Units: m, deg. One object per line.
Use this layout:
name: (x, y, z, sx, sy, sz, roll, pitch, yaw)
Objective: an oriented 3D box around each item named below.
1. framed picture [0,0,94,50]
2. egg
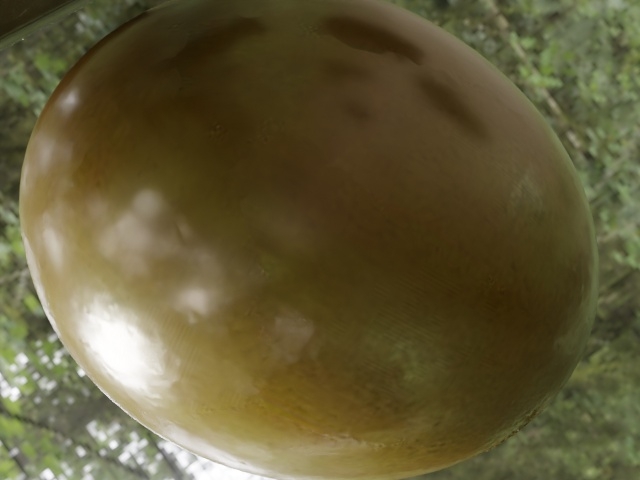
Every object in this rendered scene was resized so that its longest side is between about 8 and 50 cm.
framed picture: (-0.260, -0.219, 1.026, 0.015, 0.203, 0.150, 19, 138, 56)
egg: (0.000, 0.000, 0.790, 0.351, 0.282, 0.282, 26, -162, -24)
